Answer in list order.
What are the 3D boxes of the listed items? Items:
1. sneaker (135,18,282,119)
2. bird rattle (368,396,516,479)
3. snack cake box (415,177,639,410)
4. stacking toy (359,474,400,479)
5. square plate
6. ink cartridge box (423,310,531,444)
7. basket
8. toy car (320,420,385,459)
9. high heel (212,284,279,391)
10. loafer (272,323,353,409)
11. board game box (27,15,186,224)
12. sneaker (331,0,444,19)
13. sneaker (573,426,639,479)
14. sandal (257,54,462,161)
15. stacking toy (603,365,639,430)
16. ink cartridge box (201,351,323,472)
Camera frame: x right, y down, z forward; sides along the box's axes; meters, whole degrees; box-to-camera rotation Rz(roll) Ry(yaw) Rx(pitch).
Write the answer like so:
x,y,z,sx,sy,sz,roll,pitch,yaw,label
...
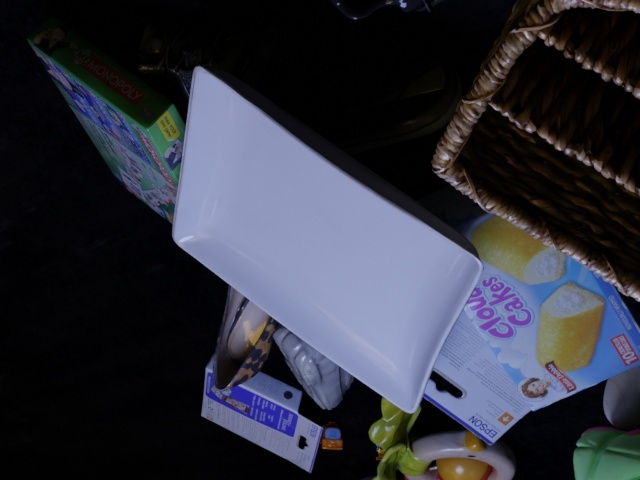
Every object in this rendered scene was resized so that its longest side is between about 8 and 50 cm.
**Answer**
x,y,z,sx,sy,sz,roll,pitch,yaw,label
-0.128,-0.194,1.672,0.130,0.087,0.227,30,158,-15,sneaker
0.182,0.334,2.225,0.207,0.143,0.253,-14,135,31,bird rattle
0.227,0.042,1.633,0.152,0.089,0.264,-27,121,15,snack cake box
0.232,0.539,2.409,0.480,0.350,0.350,43,155,14,stacking toy
0.000,0.000,1.614,0.347,0.049,0.344,35,149,11,square plate
0.198,0.103,1.755,0.223,0.045,0.224,38,113,-25,ink cartridge box
0.285,-0.104,1.288,0.299,0.223,0.213,33,152,-4,basket
0.054,0.307,2.407,0.122,0.060,0.040,7,104,7,toy car
-0.092,0.075,1.976,0.093,0.186,0.261,21,151,17,high heel
0.013,0.152,2.090,0.112,0.111,0.319,53,174,13,loafer
-0.209,-0.110,1.827,0.213,0.046,0.317,36,165,28,board game box
0.114,-0.254,1.300,0.109,0.130,0.286,43,148,-19,sneaker
0.438,0.362,1.727,0.483,0.202,0.185,27,166,-29,sneaker
0.027,-0.123,1.622,0.303,0.120,0.086,2,155,41,sandal
0.491,0.206,1.728,0.330,0.141,0.141,25,153,-5,stacking toy
-0.089,0.274,2.454,0.208,0.045,0.206,27,152,8,ink cartridge box
